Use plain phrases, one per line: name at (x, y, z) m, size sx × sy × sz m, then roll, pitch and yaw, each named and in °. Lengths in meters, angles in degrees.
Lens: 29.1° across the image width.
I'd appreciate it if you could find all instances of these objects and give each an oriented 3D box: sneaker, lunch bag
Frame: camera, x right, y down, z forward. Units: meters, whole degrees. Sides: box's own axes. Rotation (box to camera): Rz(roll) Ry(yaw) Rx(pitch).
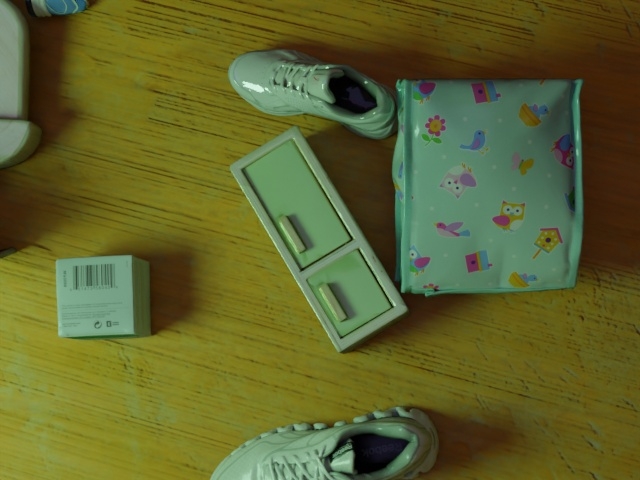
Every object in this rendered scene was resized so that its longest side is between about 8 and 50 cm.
sneaker at (-0.003, 0.270, 1.491) m, size 0.292 × 0.118 × 0.110 m, roll -18°, pitch 83°, yaw 5°
lunch bag at (0.198, -0.063, 1.472) m, size 0.223 × 0.160 × 0.262 m, roll -1°, pitch 97°, yaw -1°
sneaker at (-0.341, -0.399, 1.627) m, size 0.081 × 0.080 × 0.211 m, roll 4°, pitch 101°, yaw -4°
sneaker at (-0.008, -0.198, 1.545) m, size 0.232 × 0.115 × 0.090 m, roll 14°, pitch 85°, yaw 8°

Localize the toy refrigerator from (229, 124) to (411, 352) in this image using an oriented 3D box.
toy refrigerator at (0.000, 0.000, 1.533) m, size 0.102 × 0.094 × 0.269 m, roll -31°, pitch 81°, yaw 2°

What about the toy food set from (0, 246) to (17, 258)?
toy food set at (-0.507, -0.088, 1.506) m, size 0.092 × 0.220 × 0.306 m, roll -32°, pitch 94°, yaw 12°

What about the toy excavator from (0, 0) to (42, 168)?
toy excavator at (-0.497, -0.366, 1.590) m, size 0.445 × 0.222 × 0.433 m, roll 28°, pitch 88°, yaw 0°

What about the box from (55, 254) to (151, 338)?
box at (-0.273, 0.073, 1.558) m, size 0.101 × 0.087 × 0.102 m, roll -3°, pitch 84°, yaw 6°
